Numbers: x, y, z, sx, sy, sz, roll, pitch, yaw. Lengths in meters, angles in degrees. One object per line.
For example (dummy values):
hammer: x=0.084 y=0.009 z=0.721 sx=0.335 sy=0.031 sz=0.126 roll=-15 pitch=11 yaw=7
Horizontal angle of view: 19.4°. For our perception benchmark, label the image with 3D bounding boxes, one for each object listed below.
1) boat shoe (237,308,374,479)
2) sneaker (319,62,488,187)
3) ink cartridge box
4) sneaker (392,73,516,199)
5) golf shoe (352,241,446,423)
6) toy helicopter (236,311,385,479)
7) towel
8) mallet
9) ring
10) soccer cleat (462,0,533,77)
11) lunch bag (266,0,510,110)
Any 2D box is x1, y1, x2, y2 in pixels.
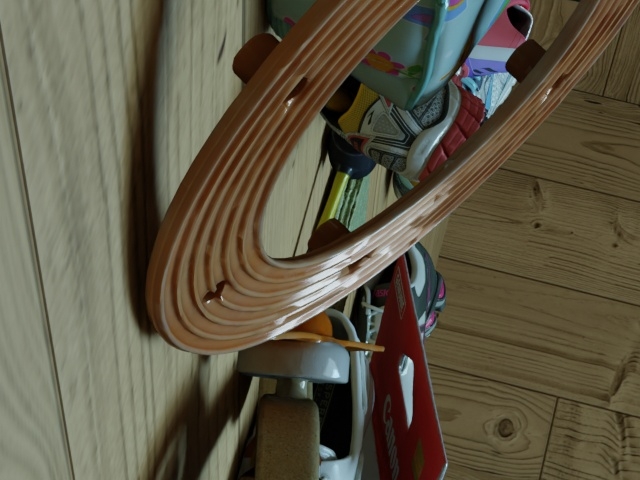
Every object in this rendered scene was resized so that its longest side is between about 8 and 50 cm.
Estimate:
boat shoe: x=-0.014 y=0.169 z=1.307 sx=0.088 sy=0.096 sz=0.267 roll=83 pitch=21 yaw=-53
sneaker: x=0.044 y=-0.107 z=1.236 sx=0.088 sy=0.093 sz=0.225 roll=-59 pitch=-164 yaw=12
ink cartridge box: x=0.023 y=0.186 z=1.461 sx=0.296 sy=0.066 sz=0.261 roll=-97 pitch=-164 yaw=-60
sneaker: x=0.150 y=-0.165 z=1.998 sx=0.122 sy=0.110 sz=0.283 roll=42 pitch=62 yaw=-80
golf shoe: x=0.063 y=0.110 z=1.977 sx=0.120 sy=0.105 sz=0.272 roll=73 pitch=22 yaw=-48
toy helicopter: x=-0.025 y=0.118 z=1.096 sx=0.355 sy=0.140 sz=0.235 roll=-91 pitch=-177 yaw=-70
towel: x=0.016 y=-0.006 z=1.489 sx=0.148 sy=0.027 sz=0.110 roll=93 pitch=12 yaw=-58
mallet: x=0.000 y=0.000 z=1.344 sx=0.062 sy=0.039 sz=0.189 roll=78 pitch=32 yaw=-82
ring: x=0.047 y=-0.076 z=0.845 sx=0.336 sy=0.032 sz=0.336 roll=-40 pitch=163 yaw=-15
soccer cleat: x=0.153 y=-0.225 z=1.825 sx=0.318 sy=0.116 sz=0.108 roll=-61 pitch=164 yaw=-67
lunch bag: x=0.069 y=-0.209 z=0.910 sx=0.224 sy=0.108 sz=0.279 roll=-57 pitch=169 yaw=-24
